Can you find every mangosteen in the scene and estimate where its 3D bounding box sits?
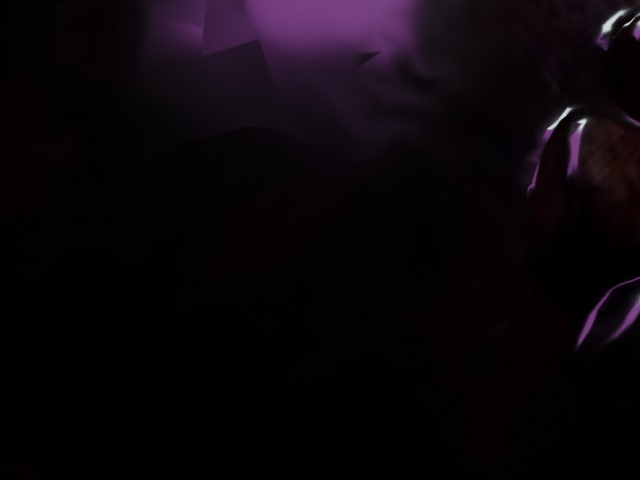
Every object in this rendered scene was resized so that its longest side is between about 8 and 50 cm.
[{"bbox_3d":[0.000,0.000,0.678,0.382,0.382,0.435,-40,19,-25],"label":"mangosteen"}]
